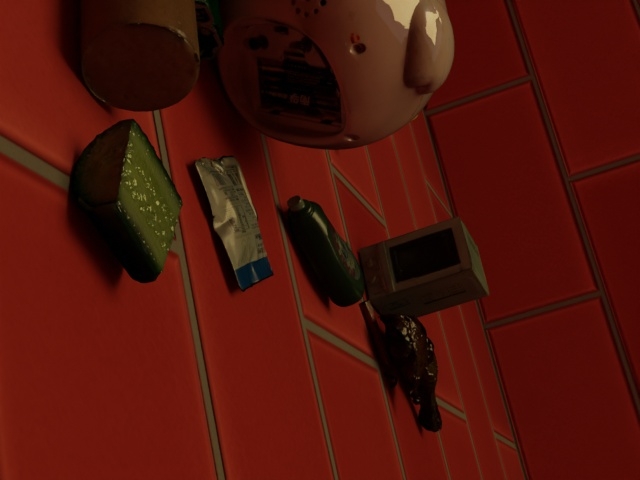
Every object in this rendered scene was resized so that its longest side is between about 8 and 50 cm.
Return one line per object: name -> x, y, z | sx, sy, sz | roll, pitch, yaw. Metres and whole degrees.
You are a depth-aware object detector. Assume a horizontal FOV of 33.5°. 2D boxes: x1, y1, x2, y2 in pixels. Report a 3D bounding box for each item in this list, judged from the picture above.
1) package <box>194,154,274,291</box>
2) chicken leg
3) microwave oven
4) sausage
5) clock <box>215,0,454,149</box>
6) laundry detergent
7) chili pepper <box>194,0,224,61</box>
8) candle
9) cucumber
package -> -0.106, -0.026, 1.355 | 0.171, 0.027, 0.173 | -25, 97, -79
chicken leg -> 0.178, 0.239, 1.988 | 0.322, 0.083, 0.177 | 61, 18, -60
microwave oven -> 0.198, 0.059, 2.040 | 0.162, 0.208, 0.122 | 49, 27, -58
sausage -> -0.193, -0.269, 1.120 | 0.123, 0.123, 0.253 | 53, 23, -53
clock -> 0.002, -0.321, 1.467 | 0.250, 0.368, 0.377 | -37, 131, -44
laundry detergent -> 0.000, 0.000, 1.663 | 0.137, 0.063, 0.211 | -98, 161, -47
chili pepper -> -0.173, -0.384, 1.392 | 0.136, 0.099, 0.270 | 30, 46, -54
candle -> 0.108, 0.187, 1.923 | 0.026, 0.021, 0.167 | -41, 112, -74
cucumber -> -0.182, -0.032, 0.992 | 0.116, 0.062, 0.115 | -80, 148, -48
